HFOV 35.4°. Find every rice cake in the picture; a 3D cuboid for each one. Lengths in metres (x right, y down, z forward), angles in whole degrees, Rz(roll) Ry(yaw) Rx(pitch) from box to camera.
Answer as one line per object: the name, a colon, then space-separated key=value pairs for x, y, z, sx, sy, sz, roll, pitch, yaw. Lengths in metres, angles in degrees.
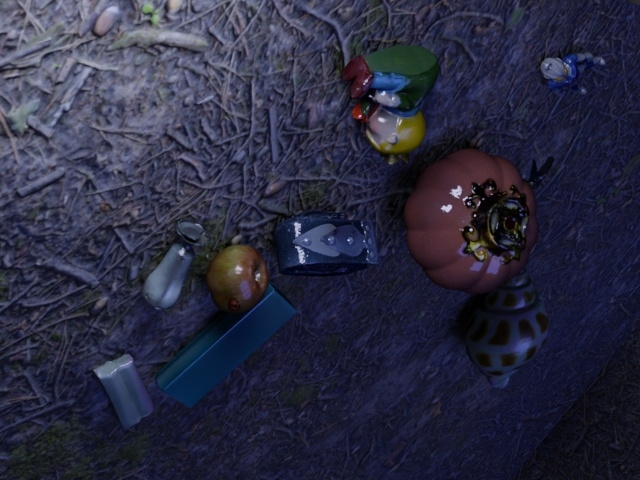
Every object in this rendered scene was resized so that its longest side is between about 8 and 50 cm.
rice cake: x=-0.378 y=0.295 z=1.960 sx=0.080 sy=0.042 sz=0.222 roll=-30 pitch=146 yaw=-16

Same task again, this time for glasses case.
glasses case: x=-0.194 y=0.203 z=2.031 sx=0.301 sy=0.070 sz=0.117 roll=-40 pitch=143 yaw=1

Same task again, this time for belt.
belt: x=0.000 y=0.001 z=1.948 sx=0.122 sy=0.129 sz=0.218 roll=-18 pitch=167 yaw=43

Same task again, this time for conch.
conch: x=0.505 y=0.230 z=2.718 sx=0.368 sy=0.197 sz=0.249 roll=-60 pitch=-179 yaw=20

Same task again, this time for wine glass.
wine glass: x=-0.252 y=0.043 z=1.758 sx=0.072 sy=0.072 sz=0.155 roll=1 pitch=130 yaw=-48

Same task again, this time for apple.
apple: x=-0.155 y=0.069 z=1.860 sx=0.102 sy=0.126 sz=0.126 roll=-6 pitch=158 yaw=23

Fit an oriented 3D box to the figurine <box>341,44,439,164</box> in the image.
figurine: x=0.112 y=-0.230 z=1.787 sx=0.185 sy=0.127 sz=0.234 roll=-16 pitch=151 yaw=-28

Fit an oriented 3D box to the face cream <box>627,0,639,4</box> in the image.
face cream: x=0.618 y=-0.588 z=1.922 sx=0.084 sy=0.137 sz=0.341 roll=-1 pitch=155 yaw=17

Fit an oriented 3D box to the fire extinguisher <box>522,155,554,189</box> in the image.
fire extinguisher: x=0.395 y=-0.088 z=2.284 sx=0.344 sy=0.102 sz=0.138 roll=-30 pitch=144 yaw=-19

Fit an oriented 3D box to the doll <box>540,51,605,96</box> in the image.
doll: x=0.530 y=-0.355 z=2.150 sx=0.227 sy=0.057 sz=0.114 roll=-3 pitch=136 yaw=-49

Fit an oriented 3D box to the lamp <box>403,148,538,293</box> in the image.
lamp: x=0.324 y=-0.038 z=2.082 sx=0.305 sy=0.239 sz=0.306 roll=-2 pitch=94 yaw=-26
